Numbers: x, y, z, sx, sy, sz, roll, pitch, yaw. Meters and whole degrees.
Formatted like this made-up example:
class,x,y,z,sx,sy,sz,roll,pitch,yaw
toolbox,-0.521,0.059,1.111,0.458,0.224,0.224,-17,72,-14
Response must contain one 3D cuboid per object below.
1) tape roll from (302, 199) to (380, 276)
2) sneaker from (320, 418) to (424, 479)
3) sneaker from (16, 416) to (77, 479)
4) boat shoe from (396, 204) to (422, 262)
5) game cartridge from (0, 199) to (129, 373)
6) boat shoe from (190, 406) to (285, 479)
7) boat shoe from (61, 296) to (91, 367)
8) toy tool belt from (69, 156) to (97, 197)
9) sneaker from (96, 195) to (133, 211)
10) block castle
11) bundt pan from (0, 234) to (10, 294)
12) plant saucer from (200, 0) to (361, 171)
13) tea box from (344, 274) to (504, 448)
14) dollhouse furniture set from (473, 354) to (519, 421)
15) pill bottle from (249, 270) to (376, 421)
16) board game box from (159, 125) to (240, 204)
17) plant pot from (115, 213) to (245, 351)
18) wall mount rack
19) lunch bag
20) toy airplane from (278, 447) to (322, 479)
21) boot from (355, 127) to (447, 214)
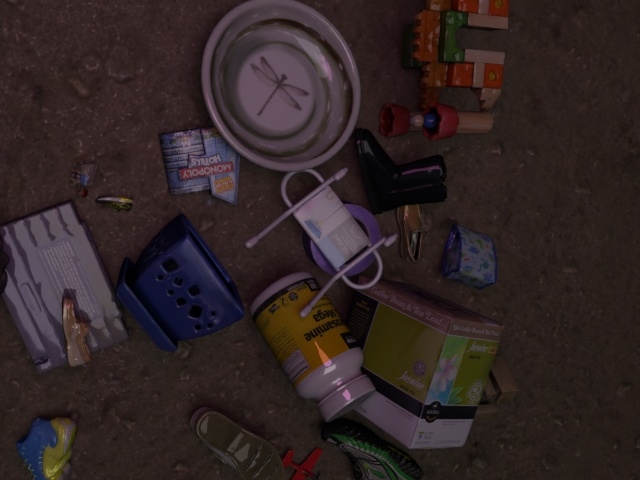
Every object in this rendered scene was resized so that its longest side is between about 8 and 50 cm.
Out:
class,x,y,z,sx,sy,sz,roll,pitch,yaw
tape roll,0.053,-0.006,1.754,0.188,0.080,0.189,-3,102,-16
sneaker,0.130,0.611,1.872,0.343,0.134,0.146,38,89,-21
sneaker,-0.666,0.527,1.641,0.126,0.091,0.240,16,96,-1
boat shoe,0.247,-0.035,1.813,0.068,0.072,0.190,-11,103,-15
game cartridge,-0.608,0.106,1.579,0.230,0.068,0.355,-23,106,-16
boat shoe,-0.211,0.530,1.764,0.113,0.103,0.302,-47,110,-18
boat shoe,-0.553,0.205,1.556,0.059,0.063,0.170,-7,112,-18
toy tool belt,-0.546,-0.144,1.558,0.051,0.052,0.083,20,91,11
sneaker,-0.480,-0.085,1.594,0.083,0.031,0.035,3,100,-18
block castle,0.259,-0.466,1.613,0.212,0.303,0.454,-2,102,-23
bundt pan,-0.808,0.044,1.435,0.330,0.124,0.331,0,108,1
plant saucer,-0.098,-0.355,1.599,0.400,0.100,0.401,1,87,-27
tea box,0.226,0.294,1.710,0.219,0.329,0.324,12,98,-40
dollhouse furniture set,0.467,0.435,2.001,0.143,0.123,0.151,-2,136,-17
pill bottle,-0.015,0.255,1.646,0.187,0.188,0.334,-31,71,-10
board game box,-0.269,-0.172,1.629,0.194,0.060,0.194,-12,103,-15
plant pot,-0.333,0.105,1.577,0.212,0.236,0.236,-33,109,-3
wall mount rack,0.000,0.000,1.617,0.304,0.130,0.350,-39,96,-9
lunch bag,0.410,0.042,1.871,0.128,0.096,0.151,19,65,-20
toy airplane,-0.061,0.620,1.869,0.151,0.028,0.151,-4,103,-16
boot,0.206,-0.190,1.718,0.207,0.094,0.247,-13,118,8
